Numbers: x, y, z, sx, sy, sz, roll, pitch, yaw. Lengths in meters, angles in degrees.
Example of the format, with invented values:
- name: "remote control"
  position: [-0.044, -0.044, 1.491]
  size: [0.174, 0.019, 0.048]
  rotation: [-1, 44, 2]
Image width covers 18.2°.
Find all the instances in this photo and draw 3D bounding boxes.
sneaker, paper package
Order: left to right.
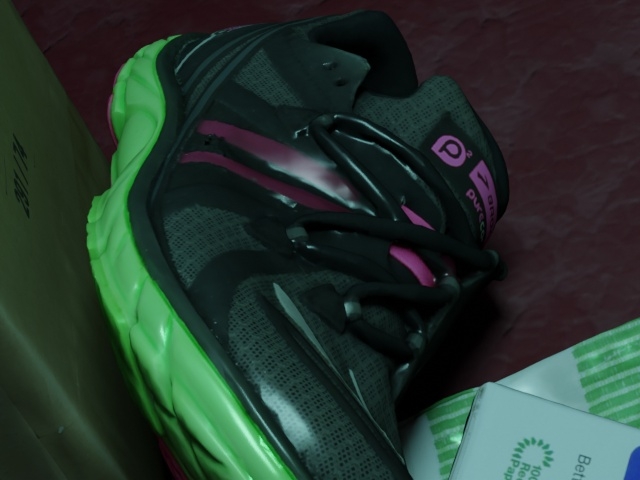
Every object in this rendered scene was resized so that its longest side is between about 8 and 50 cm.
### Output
- name: "paper package"
  position: [-0.218, 0.011, 1.071]
  size: [0.168, 0.309, 0.325]
  rotation: [-22, 43, 6]
- name: "sneaker"
  position: [0.000, 0.000, 1.021]
  size: [0.202, 0.185, 0.483]
  rotation: [-21, 34, 7]

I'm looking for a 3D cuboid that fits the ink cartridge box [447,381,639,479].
- name: "ink cartridge box"
  position: [0.211, 0.192, 0.782]
  size: [0.371, 0.069, 0.176]
  rotation: [16, 57, 11]

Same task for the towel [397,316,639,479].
- name: "towel"
  position: [0.107, 0.153, 0.957]
  size: [0.325, 0.038, 0.248]
  rotation: [-21, 44, 10]
